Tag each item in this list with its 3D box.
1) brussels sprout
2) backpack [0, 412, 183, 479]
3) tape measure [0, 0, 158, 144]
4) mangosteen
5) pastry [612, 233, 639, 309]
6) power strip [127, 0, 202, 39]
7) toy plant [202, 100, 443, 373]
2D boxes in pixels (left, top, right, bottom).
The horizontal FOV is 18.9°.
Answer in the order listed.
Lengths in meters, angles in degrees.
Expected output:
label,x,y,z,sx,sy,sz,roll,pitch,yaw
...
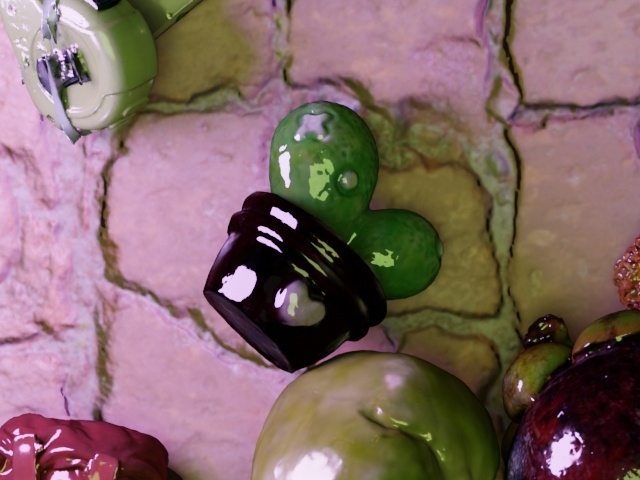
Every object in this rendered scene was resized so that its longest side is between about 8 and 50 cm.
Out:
label,x,y,z,sx,sy,sz,roll,pitch,yaw
brussels sprout,0.055,0.243,1.840,0.243,0.316,0.273,-5,70,8
backpack,-0.253,0.289,1.949,0.229,0.139,0.229,1,96,7
tape measure,-0.235,-0.183,1.884,0.154,0.087,0.177,-2,114,37
mangosteen,0.294,0.209,1.793,0.300,0.300,0.300,1,98,7
pastry,0.355,0.007,1.869,0.087,0.063,0.169,41,100,-2
power strip,-0.155,-0.257,1.916,0.169,0.028,0.076,-37,92,12
toy plant,0.000,0.000,1.873,0.218,0.175,0.235,45,73,-8
